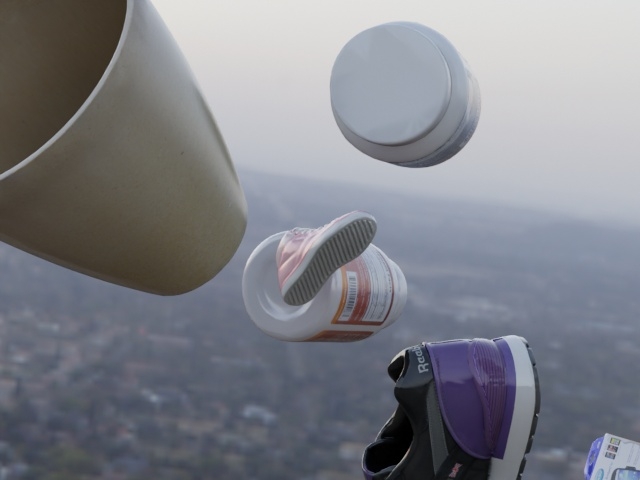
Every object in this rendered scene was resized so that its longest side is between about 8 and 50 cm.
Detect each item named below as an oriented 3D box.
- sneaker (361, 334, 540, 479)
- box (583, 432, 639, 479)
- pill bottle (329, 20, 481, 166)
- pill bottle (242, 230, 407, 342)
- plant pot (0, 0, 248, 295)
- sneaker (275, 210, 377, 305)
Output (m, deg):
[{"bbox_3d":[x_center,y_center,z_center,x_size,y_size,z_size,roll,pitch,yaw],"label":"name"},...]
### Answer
[{"bbox_3d":[0.087,0.203,1.304,0.124,0.283,0.107,0,23,-13],"label":"sneaker"},{"bbox_3d":[0.430,0.319,2.228,0.136,0.081,0.028,14,-10,43],"label":"box"},{"bbox_3d":[0.098,-0.169,1.879,0.162,0.162,0.278,7,1,11],"label":"pill bottle"},{"bbox_3d":[0.013,0.055,1.818,0.121,0.121,0.216,7,-1,27],"label":"pill bottle"},{"bbox_3d":[-0.188,-0.074,1.395,0.256,0.256,0.274,7,-26,39],"label":"plant pot"},{"bbox_3d":[0.000,0.000,1.644,0.051,0.134,0.070,21,36,-35],"label":"sneaker"}]
